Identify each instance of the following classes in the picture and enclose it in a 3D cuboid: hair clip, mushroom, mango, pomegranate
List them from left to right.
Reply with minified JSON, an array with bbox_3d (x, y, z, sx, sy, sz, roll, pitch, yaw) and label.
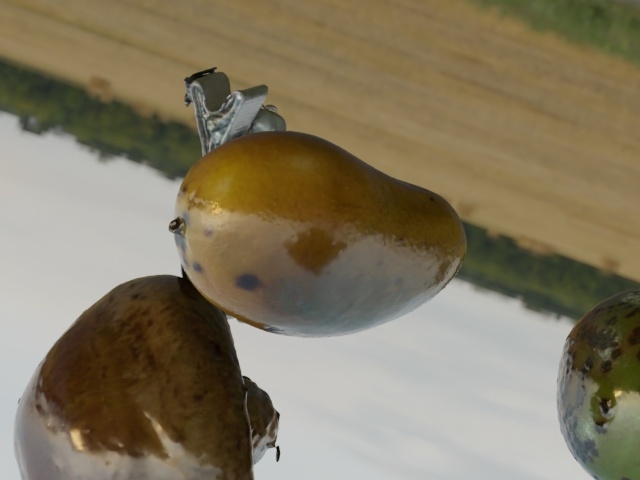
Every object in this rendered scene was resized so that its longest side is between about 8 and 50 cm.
[{"bbox_3d":[-0.131,0.161,1.330,0.195,0.263,0.283,-9,176,5],"label":"mushroom"},{"bbox_3d":[-0.075,-0.025,1.385,0.054,0.220,0.140,11,-159,23],"label":"hair clip"},{"bbox_3d":[-0.003,0.002,0.957,0.178,0.115,0.090,21,-146,-45],"label":"mango"},{"bbox_3d":[0.289,0.151,1.470,0.198,0.246,0.198,2,-136,-2],"label":"pomegranate"}]
